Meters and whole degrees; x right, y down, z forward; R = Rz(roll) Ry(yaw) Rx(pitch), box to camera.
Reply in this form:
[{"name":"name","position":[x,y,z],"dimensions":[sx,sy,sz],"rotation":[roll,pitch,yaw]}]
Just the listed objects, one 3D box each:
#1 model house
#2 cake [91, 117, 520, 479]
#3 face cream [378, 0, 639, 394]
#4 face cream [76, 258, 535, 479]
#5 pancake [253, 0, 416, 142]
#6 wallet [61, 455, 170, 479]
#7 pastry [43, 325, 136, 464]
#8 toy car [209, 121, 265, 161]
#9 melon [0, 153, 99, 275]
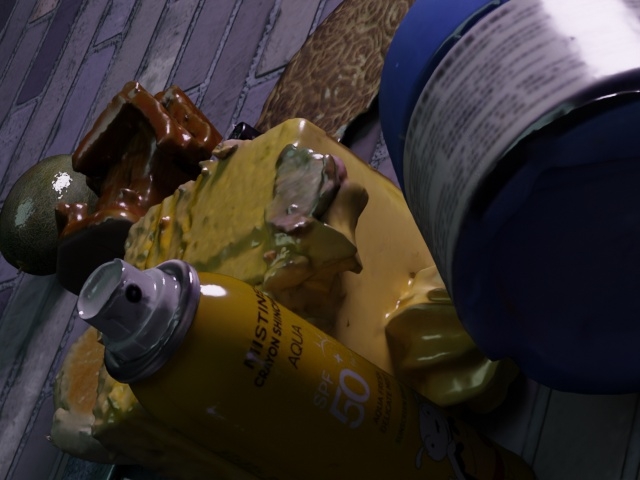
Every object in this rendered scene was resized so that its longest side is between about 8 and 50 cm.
[{"name":"model house","position":[-0.177,-0.058,1.616],"dimensions":[0.219,0.199,0.229],"rotation":[-10,55,36]},{"name":"cake","position":[-0.002,0.058,1.195],"dimensions":[0.286,0.227,0.222],"rotation":[-32,38,39]},{"name":"face cream","position":[0.176,-0.051,1.012],"dimensions":[0.249,0.249,0.225],"rotation":[-44,31,20]},{"name":"face cream","position":[-0.009,0.113,1.017],"dimensions":[0.105,0.348,0.105],"rotation":[-37,34,31]},{"name":"pancake","position":[0.035,-0.162,1.561],"dimensions":[0.288,0.033,0.286],"rotation":[-60,31,-6]},{"name":"wallet","position":[-0.173,0.188,1.475],"dimensions":[0.237,0.075,0.342],"rotation":[-23,43,47]},{"name":"pastry","position":[-0.163,0.129,1.376],"dimensions":[0.165,0.088,0.166],"rotation":[-21,47,24]},{"name":"toy car","position":[-0.061,-0.023,1.417],"dimensions":[0.108,0.089,0.210],"rotation":[-53,22,15]},{"name":"melon","position":[-0.326,-0.027,1.874],"dimensions":[0.114,0.114,0.167],"rotation":[-15,45,50]}]
